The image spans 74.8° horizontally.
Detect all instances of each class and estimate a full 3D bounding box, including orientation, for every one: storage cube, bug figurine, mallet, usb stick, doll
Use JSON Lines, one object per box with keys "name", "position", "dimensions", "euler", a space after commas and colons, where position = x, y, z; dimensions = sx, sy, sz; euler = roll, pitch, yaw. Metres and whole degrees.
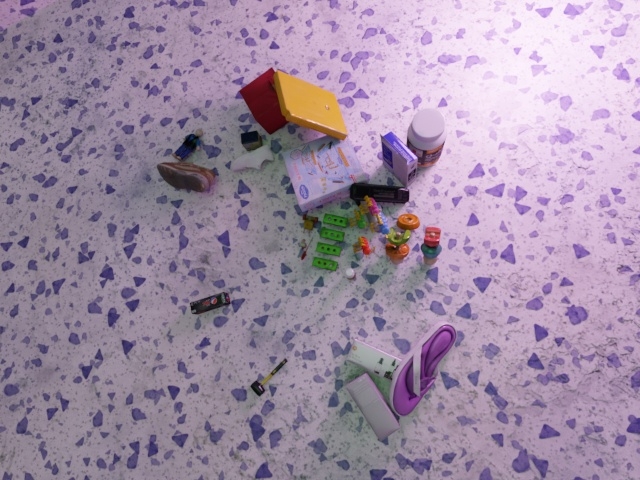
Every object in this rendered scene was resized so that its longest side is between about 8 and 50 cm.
{"name": "storage cube", "position": [-0.233, -0.650, 1.976], "dimensions": [0.193, 0.215, 0.184], "euler": [-32, 75, 8]}
{"name": "bug figurine", "position": [0.208, -0.062, 1.764], "dimensions": [0.072, 0.279, 0.216], "euler": [-6, 66, -22]}
{"name": "mallet", "position": [-0.208, 0.584, 1.782], "dimensions": [0.189, 0.039, 0.062], "euler": [-37, 73, -5]}
{"name": "usb stick", "position": [0.259, -0.204, 1.818], "dimensions": [0.278, 0.045, 0.077], "euler": [2, 89, -19]}
{"name": "doll", "position": [-0.650, -0.476, 2.083], "dimensions": [0.129, 0.046, 0.189], "euler": [32, 78, 24]}

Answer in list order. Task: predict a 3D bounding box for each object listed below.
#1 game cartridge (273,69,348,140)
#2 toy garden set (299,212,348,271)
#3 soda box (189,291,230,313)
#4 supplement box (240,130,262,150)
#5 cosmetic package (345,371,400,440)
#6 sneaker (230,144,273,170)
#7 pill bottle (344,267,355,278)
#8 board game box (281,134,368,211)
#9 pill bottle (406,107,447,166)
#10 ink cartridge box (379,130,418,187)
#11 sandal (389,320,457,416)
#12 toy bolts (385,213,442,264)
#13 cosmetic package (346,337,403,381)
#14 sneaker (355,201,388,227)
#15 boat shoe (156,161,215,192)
{"name": "game cartridge", "position": [-0.044, -0.598, 1.862], "dimensions": [0.053, 0.323, 0.285], "euler": [-45, 47, 42]}
{"name": "toy garden set", "position": [0.000, 0.000, 1.875], "dimensions": [0.204, 0.049, 0.244], "euler": [13, 80, 10]}
{"name": "soda box", "position": [-0.495, 0.282, 1.880], "dimensions": [0.169, 0.060, 0.053], "euler": [-18, 74, 5]}
{"name": "supplement box", "position": [-0.330, -0.479, 2.013], "dimensions": [0.083, 0.083, 0.056], "euler": [-8, 76, 7]}
{"name": "cosmetic package", "position": [0.207, 0.649, 1.654], "dimensions": [0.107, 0.127, 0.238], "euler": [-32, 73, 0]}
{"name": "sneaker", "position": [-0.325, -0.370, 1.998], "dimensions": [0.212, 0.080, 0.094], "euler": [-27, 86, 1]}
{"name": "pill bottle", "position": [0.127, 0.144, 1.801], "dimensions": [0.043, 0.083, 0.043], "euler": [-2, 77, 8]}
{"name": "board game box", "position": [0.015, -0.324, 1.898], "dimensions": [0.318, 0.066, 0.319], "euler": [-21, 61, 4]}
{"name": "pill bottle", "position": [0.448, -0.434, 1.780], "dimensions": [0.162, 0.278, 0.162], "euler": [-2, 78, 9]}
{"name": "ink cartridge box", "position": [0.328, -0.343, 1.751], "dimensions": [0.065, 0.332, 0.165], "euler": [-41, 76, 2]}
{"name": "sandal", "position": [0.407, 0.500, 1.635], "dimensions": [0.169, 0.102, 0.416], "euler": [34, 82, -18]}
{"name": "toy bolts", "position": [0.406, 0.011, 1.789], "dimensions": [0.228, 0.158, 0.218], "euler": [11, 39, 21]}
{"name": "cosmetic package", "position": [0.232, 0.495, 1.717], "dimensions": [0.239, 0.060, 0.099], "euler": [22, 81, 13]}
{"name": "sneaker", "position": [0.222, -0.161, 1.866], "dimensions": [0.086, 0.085, 0.237], "euler": [-14, 66, -28]}
{"name": "boat shoe", "position": [-0.646, -0.320, 2.025], "dimensions": [0.324, 0.123, 0.116], "euler": [20, 47, 21]}
